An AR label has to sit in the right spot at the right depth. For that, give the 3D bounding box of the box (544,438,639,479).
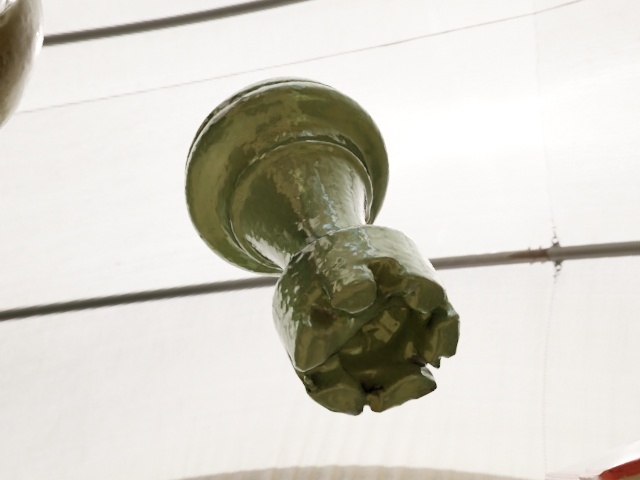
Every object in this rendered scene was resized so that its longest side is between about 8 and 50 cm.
[{"bbox_3d":[0.366,0.264,0.554,0.314,0.300,0.313,-18,-108,2],"label":"box"}]

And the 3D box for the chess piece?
[{"bbox_3d":[0.000,0.000,0.652,0.299,0.194,0.195,-118,-137,-56],"label":"chess piece"}]

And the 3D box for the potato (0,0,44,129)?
[{"bbox_3d":[-0.369,-0.215,0.619,0.243,0.326,0.221,-41,-123,-3],"label":"potato"}]
